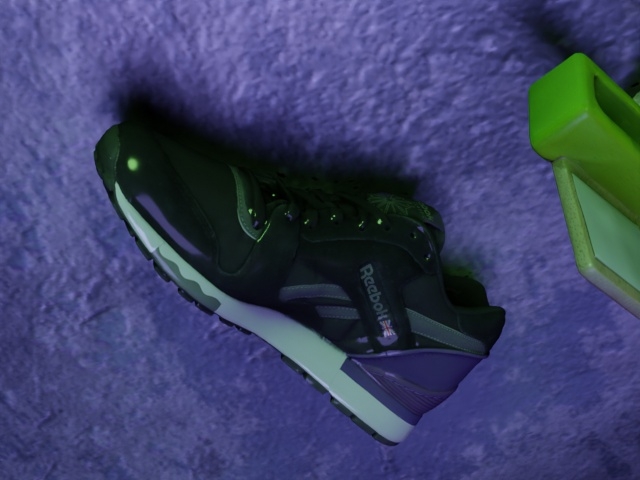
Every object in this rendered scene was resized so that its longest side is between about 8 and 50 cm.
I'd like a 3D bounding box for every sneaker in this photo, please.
[{"bbox_3d":[0.000,0.000,0.609,0.124,0.107,0.283,-42,125,11],"label":"sneaker"}]

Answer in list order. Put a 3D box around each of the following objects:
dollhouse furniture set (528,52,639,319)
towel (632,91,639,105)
[{"bbox_3d":[0.268,-0.057,0.440,0.197,0.151,0.301,33,128,-30],"label":"dollhouse furniture set"},{"bbox_3d":[0.313,-0.077,0.574,0.282,0.049,0.187,2,129,-4],"label":"towel"}]
